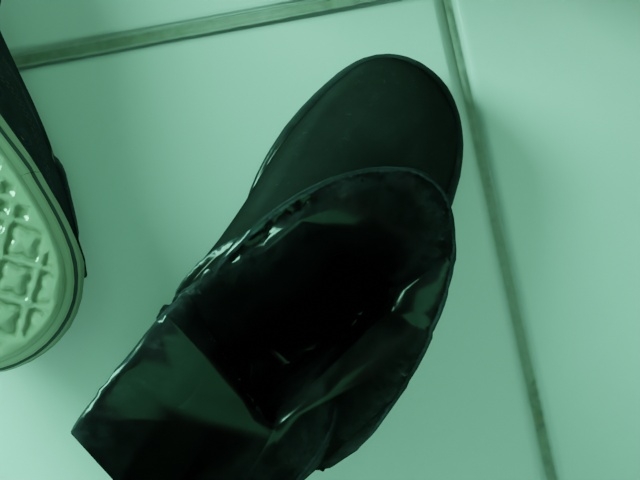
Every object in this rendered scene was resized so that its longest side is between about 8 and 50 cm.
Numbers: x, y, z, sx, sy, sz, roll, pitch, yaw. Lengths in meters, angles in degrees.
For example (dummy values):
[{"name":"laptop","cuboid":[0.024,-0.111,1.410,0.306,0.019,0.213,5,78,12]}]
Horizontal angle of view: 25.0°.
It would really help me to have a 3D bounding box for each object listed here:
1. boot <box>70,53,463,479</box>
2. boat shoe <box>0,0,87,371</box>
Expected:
[{"name":"boot","cuboid":[-0.001,0.002,0.880,0.146,0.445,0.367,32,82,1]},{"name":"boat shoe","cuboid":[-0.317,-0.136,1.025,0.187,0.156,0.500,-29,89,0]}]
